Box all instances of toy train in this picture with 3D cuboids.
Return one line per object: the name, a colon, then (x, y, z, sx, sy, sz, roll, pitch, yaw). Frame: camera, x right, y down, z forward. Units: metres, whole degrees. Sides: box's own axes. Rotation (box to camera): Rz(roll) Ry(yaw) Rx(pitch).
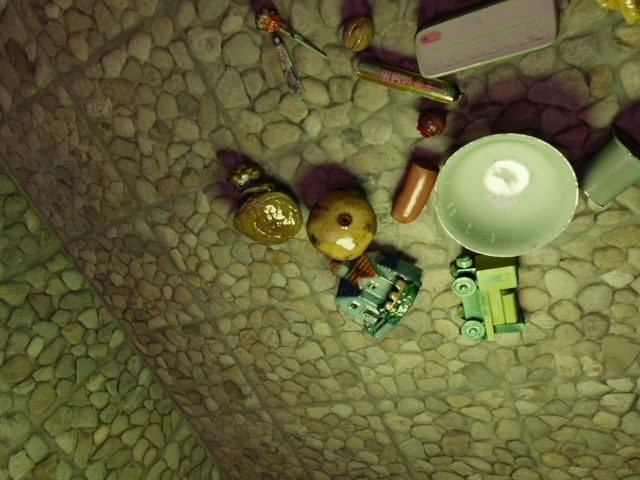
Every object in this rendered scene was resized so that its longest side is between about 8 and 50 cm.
toy train: (0.651, 0.223, 1.795, 0.253, 0.160, 0.397, -10, 114, 17)

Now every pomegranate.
pomegranate: (0.084, -0.064, 1.778, 0.281, 0.281, 0.281, 9, 121, 16)

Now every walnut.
walnut: (0.125, -0.682, 1.514, 0.105, 0.105, 0.124, 33, 129, 1)

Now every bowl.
bowl: (0.614, -0.178, 1.552, 0.435, 0.196, 0.435, 9, 121, 15)

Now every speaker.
speaker: (0.484, -0.615, 1.362, 0.406, 0.184, 0.183, -9, 115, 24)

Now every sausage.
sausage: (0.306, -0.530, 1.543, 0.371, 0.082, 0.082, 19, 123, 9)
sausage: (0.348, -0.172, 1.710, 0.113, 0.113, 0.259, 24, 123, 7)

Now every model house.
model house: (0.189, 0.173, 1.853, 0.329, 0.252, 0.295, 32, 131, -5)

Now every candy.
candy: (-0.101, -0.714, 1.607, 0.288, 0.078, 0.084, 31, 117, -8)

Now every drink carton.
drink carton: (0.908, -0.225, 1.430, 0.185, 0.191, 0.189, 38, 130, -5)

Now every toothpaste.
toothpaste: (-0.116, -0.623, 1.674, 0.060, 0.038, 0.233, -12, 115, 25)

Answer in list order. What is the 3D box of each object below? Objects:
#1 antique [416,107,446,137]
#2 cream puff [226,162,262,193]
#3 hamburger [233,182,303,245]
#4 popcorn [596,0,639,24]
antique: (0.382, -0.406, 1.572, 0.104, 0.104, 0.104, 9, 121, 16)
cream puff: (-0.308, -0.261, 1.910, 0.156, 0.156, 0.121, -54, 49, 34)
hamburger: (-0.221, -0.097, 1.909, 0.285, 0.134, 0.265, 27, 134, -31)
popcorn: (0.828, -0.709, 1.161, 0.297, 0.281, 0.316, -33, 72, -4)
